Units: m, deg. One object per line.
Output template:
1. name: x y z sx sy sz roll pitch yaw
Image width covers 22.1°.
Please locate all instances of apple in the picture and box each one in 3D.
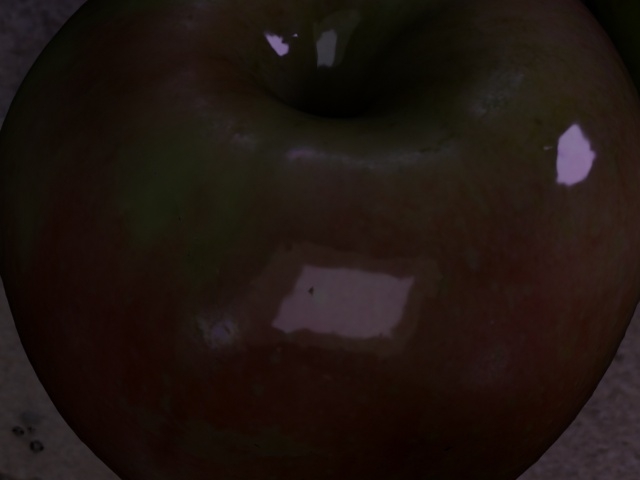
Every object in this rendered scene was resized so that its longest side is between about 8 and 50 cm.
1. apple: 0.000 0.000 0.799 0.319 0.319 0.277 -2 136 0

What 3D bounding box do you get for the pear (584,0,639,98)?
1. pear: 0.231 -0.082 0.802 0.164 0.238 0.255 -35 112 20
